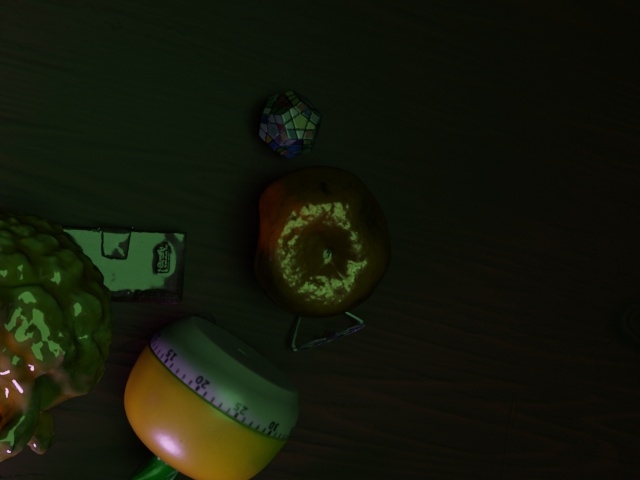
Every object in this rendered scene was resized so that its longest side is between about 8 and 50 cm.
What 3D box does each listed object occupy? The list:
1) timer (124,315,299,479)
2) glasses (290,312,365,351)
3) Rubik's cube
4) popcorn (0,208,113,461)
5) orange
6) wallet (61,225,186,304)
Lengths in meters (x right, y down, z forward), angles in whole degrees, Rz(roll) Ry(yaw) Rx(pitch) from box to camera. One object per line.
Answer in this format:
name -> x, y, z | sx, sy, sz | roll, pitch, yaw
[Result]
timer -> -0.192, 0.281, 1.402 | 0.285, 0.285, 0.285 | -2, 95, -22
glasses -> -0.002, 0.125, 1.587 | 0.139, 0.062, 0.104 | -19, 79, -20
Rubik's cube -> -0.049, -0.191, 1.508 | 0.093, 0.111, 0.111 | 16, 88, 2
popcorn -> -0.424, 0.119, 1.272 | 0.279, 0.274, 0.335 | -44, 106, 0
orange -> 0.000, 0.000, 1.495 | 0.248, 0.183, 0.249 | -4, 104, -17
wallet -> -0.326, 0.038, 1.440 | 0.230, 0.042, 0.124 | 3, 99, -20
